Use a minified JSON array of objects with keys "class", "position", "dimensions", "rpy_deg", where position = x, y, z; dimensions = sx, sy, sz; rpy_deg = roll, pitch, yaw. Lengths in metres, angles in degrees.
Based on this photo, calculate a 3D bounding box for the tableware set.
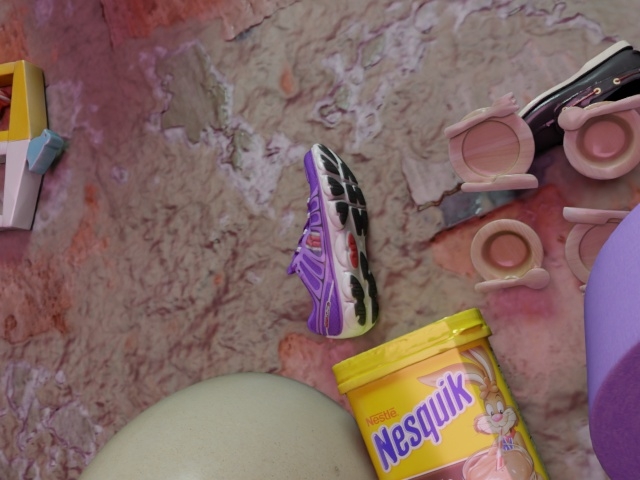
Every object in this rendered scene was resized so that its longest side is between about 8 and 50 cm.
[{"class":"tableware set","position":[0.173,-0.031,0.490],"dimensions":[0.141,0.020,0.168],"rpy_deg":[-7,102,23]}]

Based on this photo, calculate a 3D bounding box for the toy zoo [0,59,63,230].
[{"class":"toy zoo","position":[-0.419,-0.102,0.762],"dimensions":[0.293,0.030,0.192],"rpy_deg":[-4,80,22]}]

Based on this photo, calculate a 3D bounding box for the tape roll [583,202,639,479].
[{"class":"tape roll","position":[0.280,0.066,0.325],"dimensions":[0.275,0.274,0.090],"rpy_deg":[-2,41,22]}]

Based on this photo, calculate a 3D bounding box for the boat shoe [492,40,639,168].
[{"class":"boat shoe","position":[0.194,-0.097,0.503],"dimensions":[0.133,0.049,0.042],"rpy_deg":[-36,62,9]}]

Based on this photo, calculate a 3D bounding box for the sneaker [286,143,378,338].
[{"class":"sneaker","position":[0.000,0.000,0.559],"dimensions":[0.071,0.068,0.169],"rpy_deg":[-11,78,26]}]

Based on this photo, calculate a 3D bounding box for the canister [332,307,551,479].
[{"class":"canister","position":[0.097,0.153,0.491],"dimensions":[0.126,0.073,0.170],"rpy_deg":[-26,74,17]}]

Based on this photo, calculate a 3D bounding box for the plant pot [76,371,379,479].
[{"class":"plant pot","position":[-0.094,0.248,0.490],"dimensions":[0.284,0.191,0.284],"rpy_deg":[-3,81,21]}]
